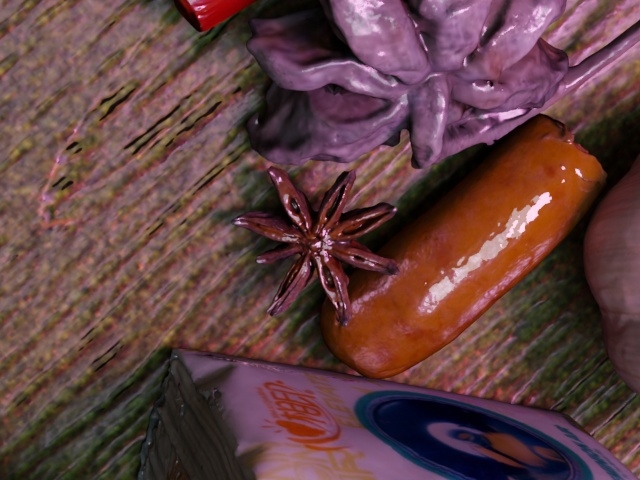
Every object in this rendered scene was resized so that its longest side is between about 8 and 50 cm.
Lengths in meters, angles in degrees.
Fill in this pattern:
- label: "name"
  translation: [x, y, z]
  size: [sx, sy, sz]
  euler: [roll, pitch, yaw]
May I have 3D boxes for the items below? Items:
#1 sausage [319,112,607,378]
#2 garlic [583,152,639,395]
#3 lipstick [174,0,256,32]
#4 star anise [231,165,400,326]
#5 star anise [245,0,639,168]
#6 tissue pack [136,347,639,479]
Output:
- label: "sausage"
  translation: [0.116, 0.012, 1.359]
  size: [0.270, 0.109, 0.109]
  euler: [-41, 116, 3]
- label: "garlic"
  translation: [0.368, 0.032, 1.368]
  size: [0.322, 0.241, 0.322]
  euler: [-6, 111, -16]
- label: "lipstick"
  translation: [0.007, -0.253, 1.246]
  size: [0.279, 0.073, 0.073]
  euler: [-33, 115, -5]
- label: "star anise"
  translation: [0.002, -0.001, 1.317]
  size: [0.141, 0.042, 0.141]
  euler: [2, 105, 9]
- label: "star anise"
  translation: [0.097, -0.153, 1.250]
  size: [0.359, 0.139, 0.316]
  euler: [-36, 146, 17]
- label: "tissue pack"
  translation: [0.074, 0.222, 1.317]
  size: [0.388, 0.287, 0.162]
  euler: [11, 104, -21]
